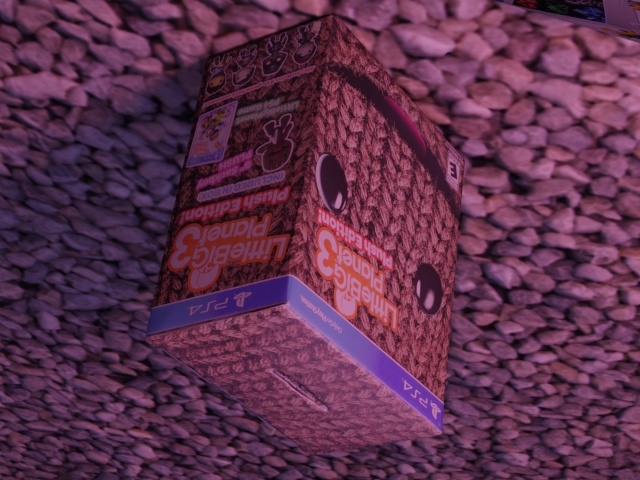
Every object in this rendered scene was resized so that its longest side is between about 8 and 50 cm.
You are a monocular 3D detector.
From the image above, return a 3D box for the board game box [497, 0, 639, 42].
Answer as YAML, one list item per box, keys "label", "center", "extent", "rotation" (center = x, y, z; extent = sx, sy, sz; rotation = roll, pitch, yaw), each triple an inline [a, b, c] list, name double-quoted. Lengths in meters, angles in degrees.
- label: "board game box"
  center: [0.215, -0.183, 0.886]
  extent: [0.193, 0.053, 0.305]
  rotation: [15, -178, -10]

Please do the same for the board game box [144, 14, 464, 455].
- label: "board game box"
  center: [0.000, 0.000, 1.149]
  extent: [0.141, 0.291, 0.232]
  rotation: [-15, 141, 32]
